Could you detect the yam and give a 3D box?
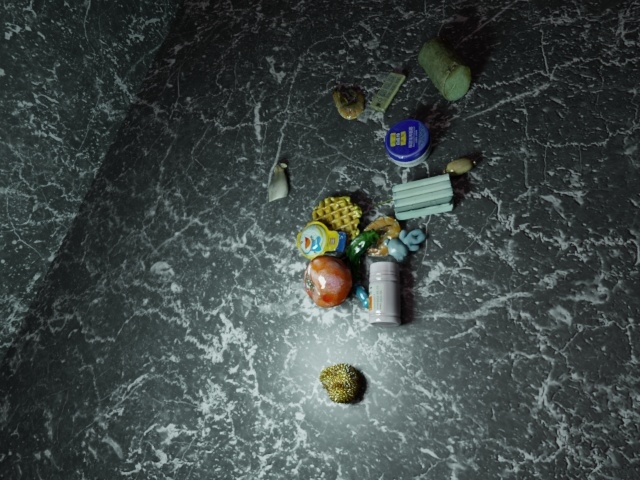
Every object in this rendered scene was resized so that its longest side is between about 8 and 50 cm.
[{"bbox_3d":[0.590,-0.821,2.006,0.168,0.168,0.304,-28,60,10],"label":"yam"}]

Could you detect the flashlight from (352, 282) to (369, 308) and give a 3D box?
[{"bbox_3d":[0.180,0.237,1.820,0.051,0.051,0.129,-41,57,3],"label":"flashlight"}]

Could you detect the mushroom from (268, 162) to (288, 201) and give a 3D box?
[{"bbox_3d":[-0.216,-0.299,2.169,0.116,0.093,0.224,-10,70,42],"label":"mushroom"}]

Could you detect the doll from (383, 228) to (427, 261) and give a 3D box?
[{"bbox_3d":[0.368,0.015,1.823,0.180,0.075,0.120,-27,66,-19],"label":"doll"}]

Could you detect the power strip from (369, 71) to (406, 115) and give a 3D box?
[{"bbox_3d":[0.333,-0.738,2.146,0.092,0.034,0.267,28,82,28],"label":"power strip"}]

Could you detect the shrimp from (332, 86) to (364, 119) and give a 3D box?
[{"bbox_3d":[0.146,-0.742,2.213,0.146,0.059,0.254,-22,64,10],"label":"shrimp"}]

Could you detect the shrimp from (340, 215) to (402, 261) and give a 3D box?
[{"bbox_3d":[0.227,0.021,1.881,0.317,0.062,0.164,-39,68,6],"label":"shrimp"}]

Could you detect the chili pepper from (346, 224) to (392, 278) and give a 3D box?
[{"bbox_3d":[0.191,0.031,1.828,0.122,0.065,0.278,28,104,-12],"label":"chili pepper"}]

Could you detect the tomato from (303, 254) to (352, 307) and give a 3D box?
[{"bbox_3d":[0.038,0.171,1.801,0.189,0.231,0.231,-13,58,-27],"label":"tomato"}]

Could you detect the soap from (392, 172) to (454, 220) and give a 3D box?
[{"bbox_3d":[0.444,-0.185,1.850,0.262,0.094,0.150,-11,62,16],"label":"soap"}]

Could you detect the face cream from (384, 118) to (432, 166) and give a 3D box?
[{"bbox_3d":[0.408,-0.446,1.957,0.206,0.111,0.205,-9,67,20],"label":"face cream"}]

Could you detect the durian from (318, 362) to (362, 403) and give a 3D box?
[{"bbox_3d":[0.083,0.571,1.686,0.168,0.137,0.158,-16,84,1],"label":"durian"}]

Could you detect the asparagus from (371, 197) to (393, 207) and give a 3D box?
[{"bbox_3d":[0.289,-0.174,1.953,0.115,0.015,0.014,-21,65,13],"label":"asparagus"}]

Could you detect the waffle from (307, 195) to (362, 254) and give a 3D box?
[{"bbox_3d":[0.056,-0.071,1.952,0.301,0.058,0.281,2,78,39],"label":"waffle"}]

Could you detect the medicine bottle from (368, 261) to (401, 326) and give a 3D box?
[{"bbox_3d":[0.265,0.222,1.742,0.134,0.133,0.249,-4,70,21],"label":"medicine bottle"}]

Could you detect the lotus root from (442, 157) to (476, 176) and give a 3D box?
[{"bbox_3d":[0.604,-0.322,1.855,0.151,0.062,0.072,-19,64,13],"label":"lotus root"}]

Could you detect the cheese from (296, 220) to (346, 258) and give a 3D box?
[{"bbox_3d":[0.000,0.000,1.893,0.271,0.069,0.176,3,81,36],"label":"cheese"}]
